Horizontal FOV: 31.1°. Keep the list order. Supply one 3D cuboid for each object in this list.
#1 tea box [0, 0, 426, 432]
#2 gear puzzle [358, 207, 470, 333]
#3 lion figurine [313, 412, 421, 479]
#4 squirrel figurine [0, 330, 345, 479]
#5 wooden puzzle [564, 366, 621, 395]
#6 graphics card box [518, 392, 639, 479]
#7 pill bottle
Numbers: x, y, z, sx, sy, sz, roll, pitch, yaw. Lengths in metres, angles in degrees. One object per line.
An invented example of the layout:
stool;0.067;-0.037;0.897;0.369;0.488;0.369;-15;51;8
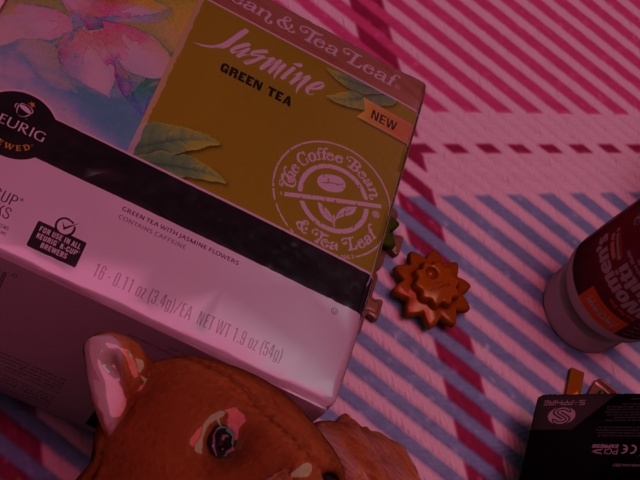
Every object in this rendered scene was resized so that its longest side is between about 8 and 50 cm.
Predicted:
tea box;-0.134;-0.031;0.916;0.329;0.220;0.323;26;54;-13
gear puzzle;0.000;0.000;1.123;0.339;0.044;0.175;26;58;-9
lion figurine;-0.024;0.328;0.812;0.142;0.240;0.392;37;85;-44
squirrel figurine;-0.162;0.245;0.704;0.281;0.397;0.370;38;60;-46
wooden puzzle;0.295;0.186;1.176;0.116;0.014;0.078;34;57;-5
graphics card box;0.265;0.306;0.973;0.094;0.233;0.371;47;49;-37
pill bottle;0.321;0.030;1.140;0.121;0.221;0.121;10;62;-19
